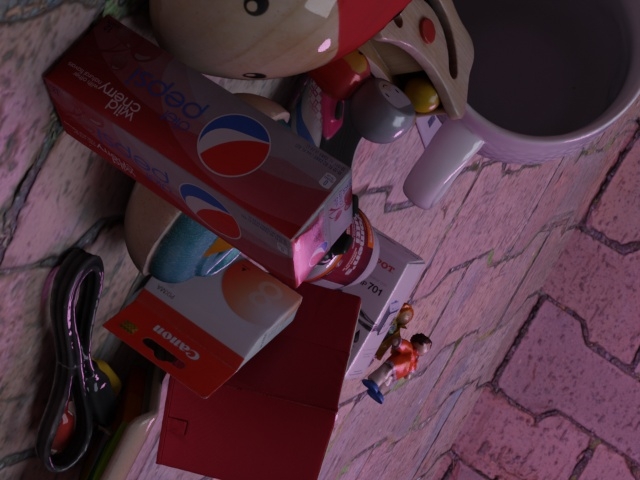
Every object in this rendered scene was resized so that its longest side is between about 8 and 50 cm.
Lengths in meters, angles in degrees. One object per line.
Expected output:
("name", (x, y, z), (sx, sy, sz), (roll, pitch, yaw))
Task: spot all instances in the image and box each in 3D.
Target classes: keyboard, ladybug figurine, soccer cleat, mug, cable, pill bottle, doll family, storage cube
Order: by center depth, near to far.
("ladybug figurine", (0.030, -0.310, 1.355), (0.449, 0.162, 0.305), (-50, 161, -23))
("cable", (-0.264, 0.128, 1.526), (0.139, 0.072, 0.287), (-47, 149, -32))
("soccer cleat", (-0.011, -0.124, 1.688), (0.116, 0.143, 0.331), (37, 63, -44))
("storage cube", (-0.072, 0.164, 1.746), (0.215, 0.193, 0.184), (106, -1, -46))
("pill bottle", (0.000, 0.000, 1.873), (0.121, 0.121, 0.221), (-58, 162, 4))
("mug", (0.233, -0.195, 1.918), (0.374, 0.276, 0.328), (-52, 177, -5))
("keyboard", (0.167, -0.186, 2.191), (0.072, 0.014, 0.256), (-50, 162, -5))
("doll family", (0.090, 0.122, 2.390), (0.163, 0.118, 0.263), (-43, 141, -21))

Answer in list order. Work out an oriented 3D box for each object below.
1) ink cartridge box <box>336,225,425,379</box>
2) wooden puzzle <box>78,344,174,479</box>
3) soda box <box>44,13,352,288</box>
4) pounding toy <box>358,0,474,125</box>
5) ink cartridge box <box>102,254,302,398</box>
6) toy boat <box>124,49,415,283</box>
("ink cartridge box", (0.035, 0.076, 2.067), (0.191, 0.139, 0.082), (-62, 160, 12))
("wooden puzzle", (-0.236, 0.241, 1.690), (0.221, 0.044, 0.239), (-63, -174, 15))
("soda box", (-0.100, -0.076, 1.236), (0.083, 0.263, 0.092), (-50, 161, -21))
("pounding toy", (0.102, -0.240, 1.590), (0.269, 0.154, 0.154), (58, 42, -34))
("ink cartridge box", (-0.126, 0.075, 1.617), (0.179, 0.145, 0.045), (-40, 159, -50))
("toy boat", (-0.050, -0.080, 1.463), (0.318, 0.148, 0.267), (-44, 176, -22))
